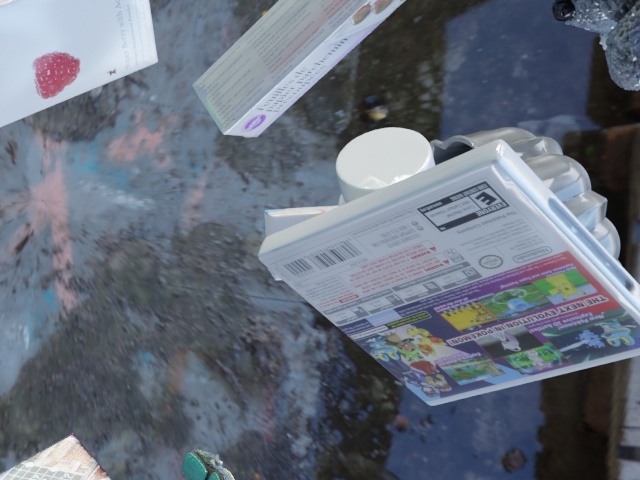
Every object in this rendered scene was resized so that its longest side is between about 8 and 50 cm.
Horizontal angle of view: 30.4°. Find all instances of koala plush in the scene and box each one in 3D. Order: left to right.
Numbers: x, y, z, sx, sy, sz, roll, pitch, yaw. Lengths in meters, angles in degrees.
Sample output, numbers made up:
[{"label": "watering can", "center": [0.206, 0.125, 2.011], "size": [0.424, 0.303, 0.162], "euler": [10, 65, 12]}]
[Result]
[{"label": "koala plush", "center": [0.297, -0.255, 1.123], "size": [0.203, 0.221, 0.196], "euler": [-33, 92, -5]}]

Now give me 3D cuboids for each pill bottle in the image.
[{"label": "pill bottle", "center": [0.055, -0.005, 0.822], "size": [0.078, 0.078, 0.137], "euler": [-25, 132, -11]}]

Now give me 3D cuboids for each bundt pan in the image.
[{"label": "bundt pan", "center": [0.264, -0.004, 1.535], "size": [0.124, 0.331, 0.331], "euler": [-27, 98, -24]}]

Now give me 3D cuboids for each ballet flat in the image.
[{"label": "ballet flat", "center": [-0.146, 0.360, 1.726], "size": [0.070, 0.188, 0.070], "euler": [-8, 112, -20]}]

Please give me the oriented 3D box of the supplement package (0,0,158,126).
[{"label": "supplement package", "center": [-0.404, -0.303, 1.650], "size": [0.293, 0.175, 0.177], "euler": [-29, 135, -28]}]

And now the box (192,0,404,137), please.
[{"label": "box", "center": [0.018, -0.219, 1.087], "size": [0.324, 0.063, 0.067], "euler": [-41, 74, 24]}]

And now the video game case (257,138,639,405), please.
[{"label": "video game case", "center": [0.089, 0.031, 0.748], "size": [0.183, 0.201, 0.023], "euler": [42, 48, -26]}]

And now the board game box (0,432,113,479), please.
[{"label": "board game box", "center": [-0.229, 0.258, 0.838], "size": [0.243, 0.042, 0.165], "euler": [-26, 61, -40]}]

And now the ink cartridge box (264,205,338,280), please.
[{"label": "ink cartridge box", "center": [0.000, 0.000, 1.630], "size": [0.143, 0.092, 0.090], "euler": [-5, 97, -9]}]
